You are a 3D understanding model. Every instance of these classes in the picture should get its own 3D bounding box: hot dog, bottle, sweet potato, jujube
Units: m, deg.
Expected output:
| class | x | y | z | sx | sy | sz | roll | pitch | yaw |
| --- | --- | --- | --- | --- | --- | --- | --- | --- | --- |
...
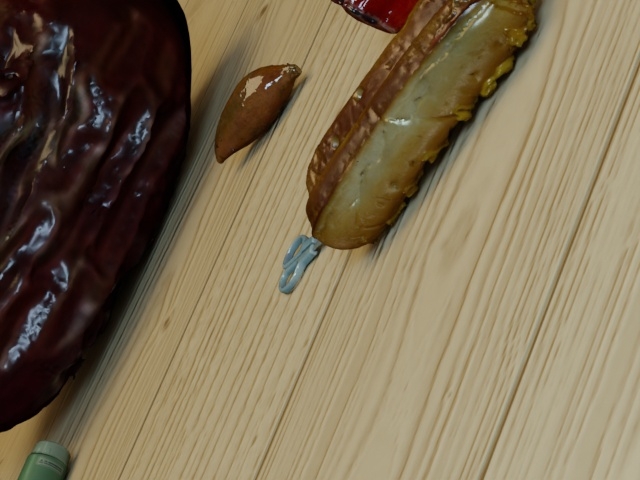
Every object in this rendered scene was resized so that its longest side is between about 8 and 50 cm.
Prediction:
| class | x | y | z | sx | sy | sz | roll | pitch | yaw |
| --- | --- | --- | --- | --- | --- | --- | --- | --- | --- |
| hot dog | 0.046 | -0.068 | 0.927 | 0.165 | 0.045 | 0.071 | -53 | 16 | 26 |
| bottle | -0.190 | 0.172 | 1.282 | 0.030 | 0.030 | 0.083 | -38 | 27 | 55 |
| sweet potato | -0.045 | -0.084 | 1.258 | 0.095 | 0.034 | 0.034 | -48 | 20 | 32 |
| jujube | -0.227 | -0.043 | 1.415 | 0.258 | 0.258 | 0.376 | -33 | 25 | 60 |

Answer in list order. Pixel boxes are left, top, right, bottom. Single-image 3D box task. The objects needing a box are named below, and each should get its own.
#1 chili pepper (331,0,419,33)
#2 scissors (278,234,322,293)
| class | x | y | z | sx | sy | sz | roll | pitch | yaw |
| --- | --- | --- | --- | --- | --- | --- | --- | --- | --- |
| chili pepper | 0.056 | -0.168 | 1.030 | 0.070 | 0.073 | 0.123 | 35 | 101 | 32 |
| scissors | 0.000 | 0.000 | 1.026 | 0.083 | 0.006 | 0.036 | -42 | 27 | 49 |
